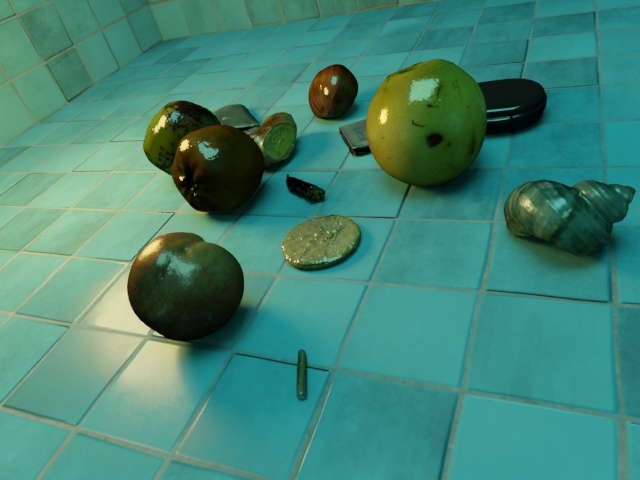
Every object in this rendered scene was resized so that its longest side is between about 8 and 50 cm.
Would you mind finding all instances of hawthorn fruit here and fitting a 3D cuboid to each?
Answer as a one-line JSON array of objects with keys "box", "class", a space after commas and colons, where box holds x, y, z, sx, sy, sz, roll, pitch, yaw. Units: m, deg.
[{"box": [-0.301, -0.234, 1.604, 0.268, 0.267, 0.301, 13, 44, 34], "class": "hawthorn fruit"}]

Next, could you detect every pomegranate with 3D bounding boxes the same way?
[{"box": [-0.478, -0.381, 1.845, 0.285, 0.285, 0.340, -13, 38, 6], "class": "pomegranate"}]

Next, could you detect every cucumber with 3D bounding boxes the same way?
[{"box": [-0.053, -0.163, 1.580, 0.053, 0.053, 0.181, -33, 37, -21], "class": "cucumber"}]

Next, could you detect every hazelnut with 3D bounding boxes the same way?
[{"box": [0.053, -0.560, 1.960, 0.186, 0.210, 0.210, -15, 29, -40], "class": "hazelnut"}]

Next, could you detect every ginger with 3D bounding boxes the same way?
[{"box": [-0.189, -0.352, 1.817, 0.276, 0.130, 0.221, -41, 32, -27], "class": "ginger"}]

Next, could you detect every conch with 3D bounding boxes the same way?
[{"box": [0.538, -0.057, 1.125, 0.277, 0.195, 0.220, -24, -1, 34], "class": "conch"}]

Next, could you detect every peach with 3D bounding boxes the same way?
[{"box": [-0.307, 0.107, 1.169, 0.252, 0.252, 0.252, -11, 37, 8], "class": "peach"}]

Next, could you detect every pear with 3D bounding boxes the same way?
[{"box": [0.294, -0.329, 1.441, 0.348, 0.348, 0.348, -11, 37, 8], "class": "pear"}]

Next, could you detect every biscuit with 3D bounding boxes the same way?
[{"box": [0.000, -0.001, 1.361, 0.220, 0.033, 0.220, -11, 37, 9], "class": "biscuit"}]

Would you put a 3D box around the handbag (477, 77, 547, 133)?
[{"box": [0.559, -0.427, 1.645, 0.308, 0.093, 0.254, -2, 40, 19], "class": "handbag"}]

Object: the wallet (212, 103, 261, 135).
[{"box": [-0.384, -0.473, 2.094, 0.237, 0.075, 0.342, -21, 36, -11], "class": "wallet"}]

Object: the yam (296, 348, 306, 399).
[{"box": [-0.038, 0.268, 1.037, 0.021, 0.021, 0.116, -11, 38, 8], "class": "yam"}]

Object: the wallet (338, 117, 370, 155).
[{"box": [0.163, -0.368, 1.770, 0.167, 0.036, 0.222, -18, 36, -1], "class": "wallet"}]
